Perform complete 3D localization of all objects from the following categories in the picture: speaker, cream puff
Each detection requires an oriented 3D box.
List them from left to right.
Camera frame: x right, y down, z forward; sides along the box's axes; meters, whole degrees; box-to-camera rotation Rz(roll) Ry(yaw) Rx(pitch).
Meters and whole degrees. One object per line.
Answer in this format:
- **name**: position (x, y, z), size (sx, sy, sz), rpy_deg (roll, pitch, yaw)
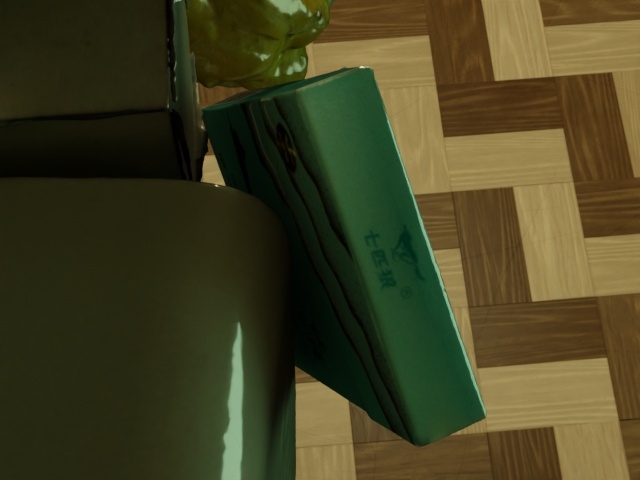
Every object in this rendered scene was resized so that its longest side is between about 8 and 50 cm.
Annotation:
- **speaker**: position (-0.105, 0.148, 0.659), size (0.406, 0.183, 0.184), rpy_deg (90, 0, -60)
- **cream puff**: position (-0.151, -0.335, 1.573), size (0.378, 0.275, 0.378), rpy_deg (51, 24, -34)

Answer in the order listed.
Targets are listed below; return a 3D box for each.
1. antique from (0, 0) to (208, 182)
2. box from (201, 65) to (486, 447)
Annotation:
- **antique**: position (-0.133, -0.082, 0.614), size (0.147, 0.147, 0.152), rpy_deg (93, -7, -64)
- **box**: position (0.000, 0.000, 0.618), size (0.229, 0.041, 0.162), rpy_deg (-164, -126, -74)
